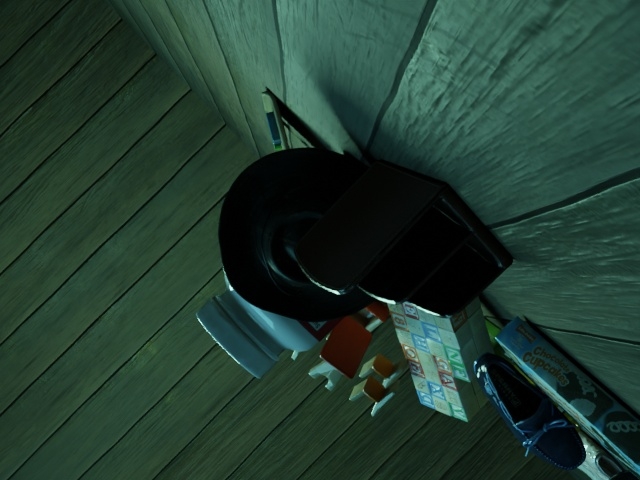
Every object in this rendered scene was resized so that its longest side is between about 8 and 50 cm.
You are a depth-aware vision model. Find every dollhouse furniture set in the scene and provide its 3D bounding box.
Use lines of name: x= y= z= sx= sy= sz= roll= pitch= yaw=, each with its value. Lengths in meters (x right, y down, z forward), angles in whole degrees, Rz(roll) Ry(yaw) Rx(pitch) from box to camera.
dollhouse furniture set: x=0.070 y=0.185 z=2.049 sx=0.262 sy=0.135 sz=0.259 roll=37 pitch=-143 yaw=-5

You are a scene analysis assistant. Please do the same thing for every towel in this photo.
towel: x=0.657 y=0.531 z=2.450 sx=0.317 sy=0.053 sz=0.332 roll=47 pitch=176 yaw=-29

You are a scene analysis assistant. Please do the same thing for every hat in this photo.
hat: x=0.000 y=0.000 z=1.647 sx=0.331 sy=0.331 sz=0.134 roll=46 pitch=175 yaw=-16

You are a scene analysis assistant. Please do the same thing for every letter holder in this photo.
letter holder: x=0.102 y=0.023 z=1.448 sx=0.152 sy=0.214 sz=0.302 roll=46 pitch=177 yaw=-18

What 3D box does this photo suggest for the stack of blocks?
stack of blocks: x=0.253 y=0.217 z=1.975 sx=0.171 sy=0.087 sz=0.297 roll=16 pitch=136 yaw=46

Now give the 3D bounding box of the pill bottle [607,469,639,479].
pill bottle: x=0.583 y=0.476 z=1.737 sx=0.219 sy=0.123 sz=0.123 roll=28 pitch=-168 yaw=-49

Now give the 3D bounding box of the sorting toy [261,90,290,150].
sorting toy: x=-0.081 y=-0.189 z=2.145 sx=0.307 sy=0.041 sz=0.229 roll=114 pitch=137 yaw=-87

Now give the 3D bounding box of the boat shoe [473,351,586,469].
boat shoe: x=0.365 y=0.312 z=1.754 sx=0.258 sy=0.109 sz=0.089 roll=41 pitch=178 yaw=4

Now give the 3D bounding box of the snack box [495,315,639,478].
snack box: x=0.442 y=0.272 z=1.650 sx=0.322 sy=0.060 sz=0.187 roll=44 pitch=178 yaw=36

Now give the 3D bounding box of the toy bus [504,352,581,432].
toy bus: x=0.418 y=0.310 z=1.898 sx=0.202 sy=0.104 sz=0.191 roll=34 pitch=-176 yaw=16

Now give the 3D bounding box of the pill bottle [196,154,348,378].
pill bottle: x=-0.027 y=0.055 z=1.842 sx=0.229 sy=0.408 sz=0.229 roll=46 pitch=178 yaw=2

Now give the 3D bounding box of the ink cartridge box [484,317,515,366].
ink cartridge box: x=0.398 y=0.282 z=2.157 sx=0.255 sy=0.097 sz=0.189 roll=45 pitch=177 yaw=-25
